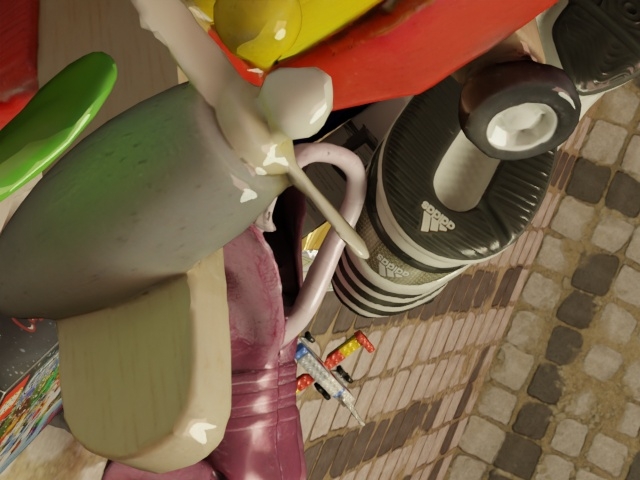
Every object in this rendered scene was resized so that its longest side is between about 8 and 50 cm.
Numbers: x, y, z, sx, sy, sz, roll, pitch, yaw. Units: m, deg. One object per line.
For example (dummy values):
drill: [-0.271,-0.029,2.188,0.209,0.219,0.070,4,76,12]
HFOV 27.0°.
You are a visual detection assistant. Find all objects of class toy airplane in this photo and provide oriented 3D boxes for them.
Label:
toy airplane: [-0.082,-0.132,0.618,0.384,0.386,0.272,-50,148,-17]

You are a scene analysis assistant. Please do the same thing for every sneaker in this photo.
sneaker: [0.135,-0.111,1.165,0.447,0.169,0.257,-51,-177,-32]

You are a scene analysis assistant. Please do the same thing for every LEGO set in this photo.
LEGO set: [-0.029,0.094,1.245,0.244,0.060,0.182,-3,125,-23]

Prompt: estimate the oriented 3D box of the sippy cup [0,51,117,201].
sippy cup: [-0.187,-0.160,0.394,0.224,0.240,0.305,-46,148,-27]

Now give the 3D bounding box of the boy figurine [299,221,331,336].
boy figurine: [0.000,0.000,1.374,0.285,0.092,0.177,-52,161,-42]

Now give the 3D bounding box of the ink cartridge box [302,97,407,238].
ink cartridge box: [0.020,-0.067,1.261,0.150,0.063,0.109,-38,179,-21]

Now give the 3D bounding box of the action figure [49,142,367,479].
action figure: [-0.054,0.108,1.053,0.248,0.275,0.370,-8,95,-52]

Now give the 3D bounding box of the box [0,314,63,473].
box: [-0.200,0.094,0.868,0.159,0.044,0.233,-56,179,25]

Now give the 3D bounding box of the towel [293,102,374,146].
towel: [0.064,-0.216,1.171,0.227,0.076,0.308,-35,169,-49]
